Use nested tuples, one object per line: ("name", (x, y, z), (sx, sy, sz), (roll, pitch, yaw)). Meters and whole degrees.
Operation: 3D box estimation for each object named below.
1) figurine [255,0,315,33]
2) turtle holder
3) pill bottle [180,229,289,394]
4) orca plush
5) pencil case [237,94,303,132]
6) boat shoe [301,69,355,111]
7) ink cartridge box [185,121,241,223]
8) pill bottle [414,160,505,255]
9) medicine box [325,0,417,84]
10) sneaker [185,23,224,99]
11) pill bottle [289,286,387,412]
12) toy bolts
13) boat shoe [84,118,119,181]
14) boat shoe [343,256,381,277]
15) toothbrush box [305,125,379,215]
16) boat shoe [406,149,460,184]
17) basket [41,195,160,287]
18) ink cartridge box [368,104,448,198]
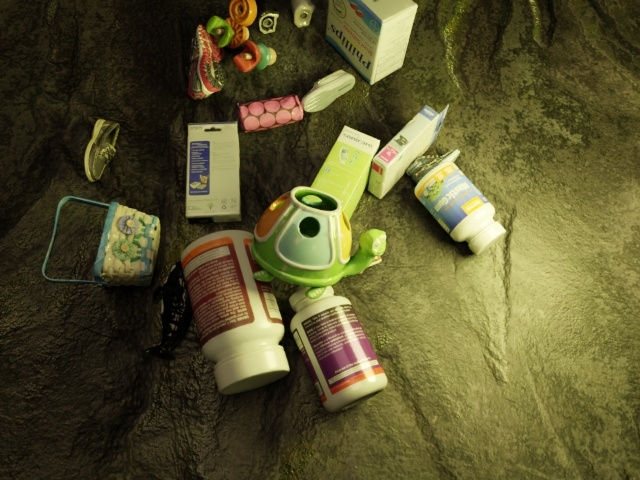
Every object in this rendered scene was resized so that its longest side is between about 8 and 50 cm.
("figurine", (-0.145, -0.873, 2.048), (0.214, 0.092, 0.210), (-13, 64, -8))
("turtle holder", (-0.013, 0.004, 1.452), (0.320, 0.228, 0.243), (28, 31, 15))
("pill bottle", (-0.226, 0.191, 1.509), (0.223, 0.224, 0.393), (-15, 68, -8))
("orca plush", (-0.418, 0.179, 1.572), (0.151, 0.102, 0.288), (21, 68, 7))
("pencil case", (-0.166, -0.421, 1.847), (0.209, 0.095, 0.098), (-12, 67, -9))
("boat shoe", (0.012, -0.507, 1.904), (0.226, 0.083, 0.076), (-32, 60, -27))
("ink cartridge box", (-0.334, -0.216, 1.767), (0.165, 0.065, 0.333), (-2, 68, -3))
("pill bottle", (0.422, -0.093, 1.690), (0.152, 0.152, 0.272), (-33, 71, -15))
("medicine box", (0.159, -0.725, 1.878), (0.149, 0.289, 0.263), (-35, 72, -17))
("sneaker", (-0.405, -0.612, 1.913), (0.111, 0.120, 0.300), (-23, 54, 27))
("pill bottle", (0.035, 0.277, 1.502), (0.181, 0.182, 0.323), (-21, 69, -11))
("toy bolts", (-0.233, -0.697, 1.911), (0.229, 0.218, 0.158), (55, 34, 6))
("boat shoe", (-0.686, -0.289, 1.778), (0.073, 0.080, 0.224), (-1, 62, 3))
("boat shoe", (0.119, 0.075, 1.667), (0.137, 0.049, 0.043), (-31, 110, -14))
("toothbrush box", (0.059, -0.159, 1.678), (0.122, 0.206, 0.283), (25, 69, 9))
("boat shoe", (0.360, -0.250, 1.802), (0.183, 0.065, 0.083), (-40, 75, -16))
("basket", (-0.606, 0.007, 1.586), (0.288, 0.201, 0.255), (5, 67, -10))
("ink cartridge box", (0.270, -0.287, 1.750), (0.065, 0.186, 0.311), (40, 71, 16))
